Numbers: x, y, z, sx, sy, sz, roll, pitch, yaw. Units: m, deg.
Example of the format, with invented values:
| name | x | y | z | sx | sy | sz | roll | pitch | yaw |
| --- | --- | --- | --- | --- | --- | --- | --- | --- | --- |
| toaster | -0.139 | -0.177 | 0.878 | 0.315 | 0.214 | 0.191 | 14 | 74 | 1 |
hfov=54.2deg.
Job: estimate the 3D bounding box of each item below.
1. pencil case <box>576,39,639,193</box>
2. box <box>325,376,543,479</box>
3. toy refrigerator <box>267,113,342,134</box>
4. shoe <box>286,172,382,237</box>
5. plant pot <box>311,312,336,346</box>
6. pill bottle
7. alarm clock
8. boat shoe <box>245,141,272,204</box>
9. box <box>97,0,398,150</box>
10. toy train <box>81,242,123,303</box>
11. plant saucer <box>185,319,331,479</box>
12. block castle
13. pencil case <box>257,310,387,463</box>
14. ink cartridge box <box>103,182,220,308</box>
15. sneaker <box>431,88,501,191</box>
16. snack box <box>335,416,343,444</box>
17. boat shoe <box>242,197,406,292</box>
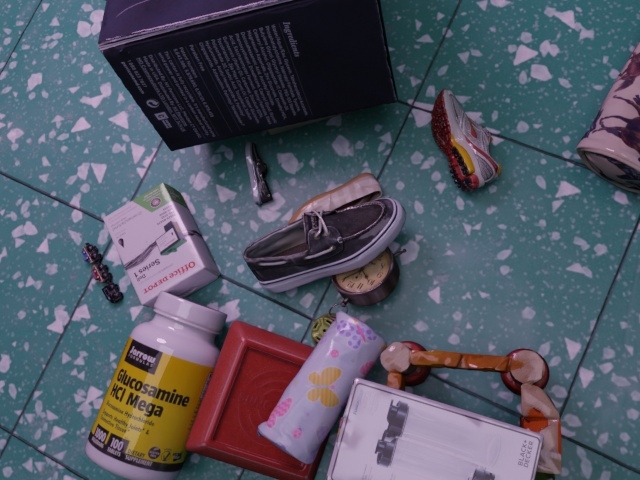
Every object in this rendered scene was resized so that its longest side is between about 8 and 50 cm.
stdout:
| name | x | y | z | sx | sy | sz | roll | pitch | yaw |
| --- | --- | --- | --- | --- | --- | --- | --- | --- | --- |
| pencil case | 0.645 | -0.276 | 1.161 | 0.184 | 0.160 | 0.410 | 30 | 84 | 31 |
| box | 0.171 | 0.329 | 0.949 | 0.290 | 0.087 | 0.169 | 12 | 79 | 19 |
| toy refrigerator | -0.002 | -0.323 | 1.339 | 0.270 | 0.094 | 0.102 | -15 | 75 | 9 |
| shoe | 0.028 | -0.062 | 1.278 | 0.219 | 0.076 | 0.058 | -33 | 51 | 1 |
| plant pot | 0.014 | 0.180 | 1.229 | 0.083 | 0.079 | 0.083 | -3 | 76 | 11 |
| pill bottle | -0.306 | 0.277 | 1.216 | 0.188 | 0.188 | 0.333 | 18 | 82 | 15 |
| alarm clock | 0.078 | 0.080 | 1.225 | 0.129 | 0.064 | 0.192 | 22 | 63 | 38 |
| boat shoe | -0.133 | -0.147 | 1.353 | 0.040 | 0.049 | 0.142 | -11 | 82 | 3 |
| box | -0.126 | -0.484 | 1.231 | 0.472 | 0.297 | 0.479 | -11 | 56 | 11 |
| toy train | -0.487 | 0.072 | 1.385 | 0.036 | 0.027 | 0.158 | -38 | 73 | 13 |
| plant saucer | -0.089 | 0.314 | 1.183 | 0.259 | 0.048 | 0.259 | 22 | 83 | -10 |
| block castle | 0.246 | 0.400 | 1.069 | 0.303 | 0.213 | 0.452 | 0 | 75 | 17 |
| pencil case | 0.007 | 0.260 | 1.116 | 0.114 | 0.124 | 0.273 | 34 | 80 | 7 |
| ink cartridge box | -0.337 | 0.015 | 1.331 | 0.160 | 0.092 | 0.219 | -31 | 73 | 4 |
| sneaker | 0.292 | -0.207 | 1.269 | 0.093 | 0.088 | 0.225 | -15 | 74 | -13 |
| snack box | 0.056 | 0.420 | 1.116 | 0.070 | 0.174 | 0.207 | 9 | 79 | 12 |
| boat shoe | 0.000 | 0.000 | 1.207 | 0.335 | 0.119 | 0.121 | -28 | 43 | 17 |
